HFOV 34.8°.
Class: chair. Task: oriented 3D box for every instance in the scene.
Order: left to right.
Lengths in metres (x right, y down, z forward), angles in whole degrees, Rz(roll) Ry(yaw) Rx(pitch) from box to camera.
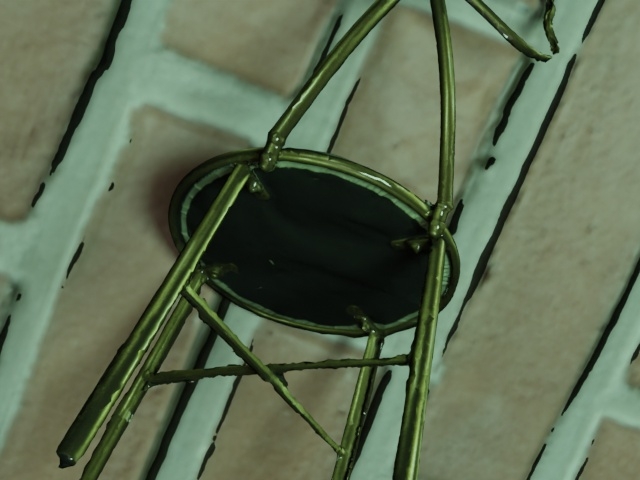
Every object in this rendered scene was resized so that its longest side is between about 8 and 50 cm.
[{"bbox_3d":[0.000,0.000,0.492,0.159,0.170,0.326,21,56,-6],"label":"chair"}]
